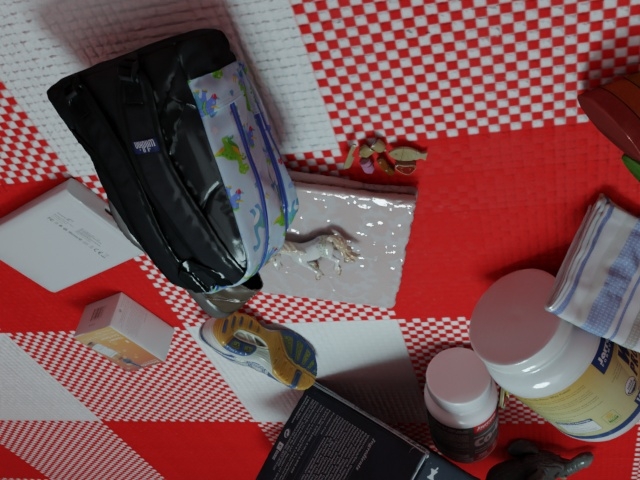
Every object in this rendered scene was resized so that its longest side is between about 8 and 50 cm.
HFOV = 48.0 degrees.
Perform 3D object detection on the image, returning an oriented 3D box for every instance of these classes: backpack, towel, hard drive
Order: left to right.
[{"bbox_3d":[-0.508,0.000,1.418,0.307,0.040,0.203,-20,133,33],"label":"hard drive"},{"bbox_3d":[-0.183,-0.097,1.049,0.290,0.273,0.356,-11,101,32],"label":"backpack"},{"bbox_3d":[0.000,0.000,1.302,0.316,0.053,0.332,7,142,2],"label":"towel"},{"bbox_3d":[0.518,0.070,1.191,0.285,0.209,0.034,24,-177,-20],"label":"towel"}]

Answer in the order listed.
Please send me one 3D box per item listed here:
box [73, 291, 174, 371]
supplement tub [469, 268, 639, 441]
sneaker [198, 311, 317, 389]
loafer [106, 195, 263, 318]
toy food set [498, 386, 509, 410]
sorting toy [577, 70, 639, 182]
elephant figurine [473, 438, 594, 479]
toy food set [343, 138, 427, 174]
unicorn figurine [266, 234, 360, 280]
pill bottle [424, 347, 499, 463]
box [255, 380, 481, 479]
[{"bbox_3d":[-0.442,0.211,1.630,0.130,0.091,0.170,-20,133,32],"label":"box"},{"bbox_3d":[0.444,0.212,1.332,0.228,0.228,0.316,-26,130,37],"label":"supplement tub"},{"bbox_3d":[-0.137,0.243,1.618,0.296,0.112,0.131,37,152,-28],"label":"sneaker"},{"bbox_3d":[-0.222,-0.015,1.262,0.130,0.134,0.366,-20,129,25],"label":"loafer"},{"bbox_3d":[0.412,0.337,1.613,0.020,0.082,0.083,5,99,12],"label":"toy food set"},{"bbox_3d":[0.508,-0.129,1.020,0.126,0.127,0.365,-45,125,12],"label":"sorting toy"},{"bbox_3d":[0.557,0.602,1.890,0.169,0.186,0.239,48,133,21],"label":"elephant figurine"},{"bbox_3d":[0.102,-0.131,1.145,0.122,0.019,0.078,8,143,-11],"label":"toy food set"},{"bbox_3d":[-0.020,0.027,1.261,0.161,0.060,0.111,-30,130,19],"label":"unicorn figurine"},{"bbox_3d":[0.317,0.371,1.614,0.161,0.161,0.283,-1,141,14],"label":"pill bottle"},{"bbox_3d":[0.187,0.611,1.676,0.480,0.297,0.471,36,167,-29],"label":"box"}]
